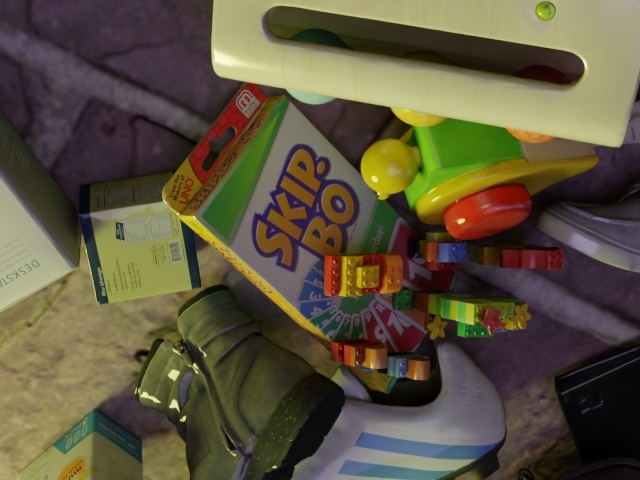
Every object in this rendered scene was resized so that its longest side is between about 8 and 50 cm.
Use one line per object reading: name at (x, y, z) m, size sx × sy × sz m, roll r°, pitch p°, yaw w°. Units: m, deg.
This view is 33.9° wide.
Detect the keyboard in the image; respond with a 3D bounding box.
keyboard at (0.298, 0.252, 1.073) m, size 0.202 × 0.033 × 0.317 m, roll -25°, pitch 118°, yaw 1°

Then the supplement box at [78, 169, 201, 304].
supplement box at (-0.143, -0.003, 0.835) m, size 0.083 × 0.056 × 0.083 m, roll -9°, pitch 118°, yaw -7°

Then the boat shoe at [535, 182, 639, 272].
boat shoe at (0.292, -0.016, 0.910) m, size 0.228 × 0.079 × 0.081 m, roll 11°, pitch 106°, yaw -22°

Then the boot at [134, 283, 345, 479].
boot at (-0.099, 0.172, 0.887) m, size 0.246 × 0.161 × 0.083 m, roll -58°, pitch 154°, yaw 8°

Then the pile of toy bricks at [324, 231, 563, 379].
pile of toy bricks at (0.113, 0.053, 0.839) m, size 0.212 × 0.105 × 0.118 m, roll -2°, pitch 95°, yaw -32°

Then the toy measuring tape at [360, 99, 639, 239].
toy measuring tape at (0.172, -0.068, 0.852) m, size 0.330 × 0.121 × 0.121 m, roll -8°, pitch 120°, yaw -27°

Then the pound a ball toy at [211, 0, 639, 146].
pound a ball toy at (0.108, -0.155, 0.737) m, size 0.319 × 0.208 × 0.135 m, roll 12°, pitch 120°, yaw 10°

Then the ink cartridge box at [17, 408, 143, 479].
ink cartridge box at (-0.205, 0.239, 0.879) m, size 0.104 × 0.181 × 0.061 m, roll -41°, pitch 117°, yaw 11°

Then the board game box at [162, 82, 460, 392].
board game box at (0.000, 0.000, 0.847) m, size 0.259 × 0.039 × 0.124 m, roll 43°, pitch 70°, yaw -25°

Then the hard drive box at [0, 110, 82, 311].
hard drive box at (-0.315, -0.040, 0.763) m, size 0.181 × 0.089 × 0.232 m, roll -28°, pitch 119°, yaw 5°

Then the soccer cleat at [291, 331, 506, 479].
soccer cleat at (0.004, 0.193, 0.951) m, size 0.331 × 0.116 × 0.143 m, roll -27°, pitch 103°, yaw 1°

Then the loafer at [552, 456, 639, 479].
loafer at (0.214, 0.329, 1.029) m, size 0.109 × 0.095 × 0.302 m, roll 38°, pitch 117°, yaw -19°
